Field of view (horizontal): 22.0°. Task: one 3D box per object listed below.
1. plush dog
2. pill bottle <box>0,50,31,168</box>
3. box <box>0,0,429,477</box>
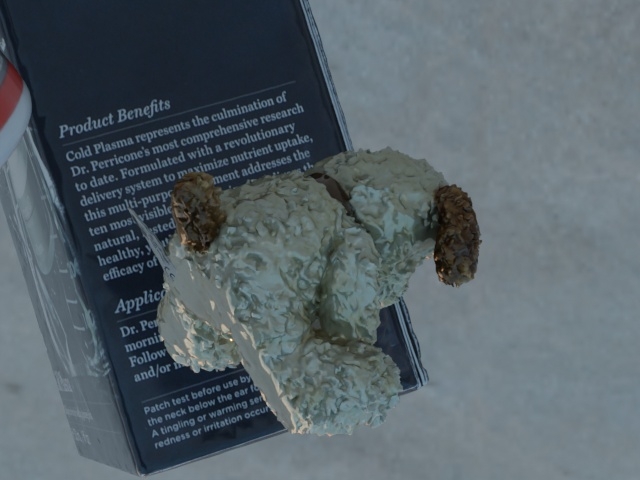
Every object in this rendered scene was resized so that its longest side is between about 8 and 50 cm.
[{"bbox_3d":[0.000,0.000,1.286,0.225,0.262,0.211,-29,119,-27],"label":"plush dog"},{"bbox_3d":[-0.379,-0.167,1.102,0.210,0.210,0.363,-22,120,27],"label":"pill bottle"},{"bbox_3d":[-0.155,-0.031,1.694,0.297,0.472,0.480,-16,179,-16],"label":"box"}]
